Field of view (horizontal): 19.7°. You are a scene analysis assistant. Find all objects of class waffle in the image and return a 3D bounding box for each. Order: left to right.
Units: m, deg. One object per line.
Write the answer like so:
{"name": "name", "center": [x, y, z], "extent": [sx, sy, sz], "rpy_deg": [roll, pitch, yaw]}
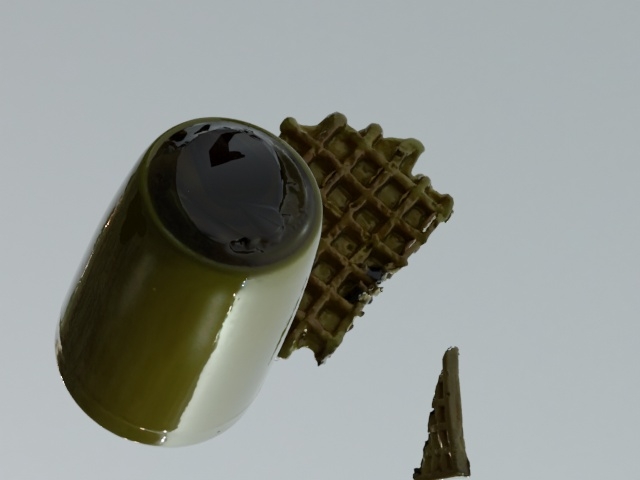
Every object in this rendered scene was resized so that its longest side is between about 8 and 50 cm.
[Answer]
{"name": "waffle", "center": [0.000, 0.000, 2.010], "extent": [0.065, 0.309, 0.283], "rpy_deg": [130, -45, -71]}
{"name": "waffle", "center": [0.133, 0.201, 2.112], "extent": [0.097, 0.023, 0.153], "rpy_deg": [-17, -105, 58]}

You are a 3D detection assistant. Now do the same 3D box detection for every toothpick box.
{"name": "toothpick box", "center": [-0.097, 0.029, 1.409], "extent": [0.175, 0.175, 0.271], "rpy_deg": [60, -31, 21]}
